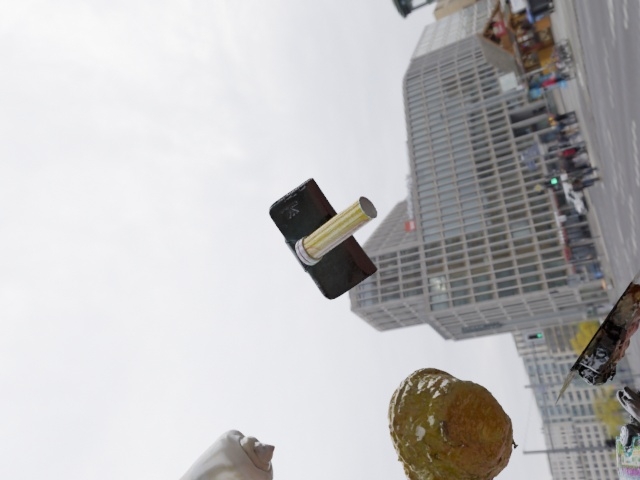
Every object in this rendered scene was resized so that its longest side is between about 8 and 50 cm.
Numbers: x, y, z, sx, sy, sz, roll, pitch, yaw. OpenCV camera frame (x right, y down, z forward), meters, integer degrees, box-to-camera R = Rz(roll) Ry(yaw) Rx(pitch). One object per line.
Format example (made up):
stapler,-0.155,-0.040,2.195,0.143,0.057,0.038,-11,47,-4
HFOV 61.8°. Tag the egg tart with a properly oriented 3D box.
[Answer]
egg tart,0.333,0.470,1.318,0.352,0.153,0.339,40,-130,0

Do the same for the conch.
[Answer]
conch,-0.187,0.448,1.031,0.158,0.255,0.127,55,-159,-28

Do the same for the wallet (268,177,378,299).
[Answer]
wallet,0.000,0.000,1.468,0.318,0.172,0.045,56,-173,-4

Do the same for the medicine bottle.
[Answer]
medicine bottle,0.036,-0.023,1.282,0.074,0.218,0.073,31,-141,-29

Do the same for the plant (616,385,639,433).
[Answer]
plant,0.758,0.431,1.134,0.320,0.182,0.194,65,-155,-2

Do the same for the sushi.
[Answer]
sushi,0.631,0.212,1.138,0.339,0.069,0.320,-48,-31,-14

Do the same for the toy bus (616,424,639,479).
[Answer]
toy bus,0.529,0.341,0.818,0.261,0.091,0.109,57,-139,-66
